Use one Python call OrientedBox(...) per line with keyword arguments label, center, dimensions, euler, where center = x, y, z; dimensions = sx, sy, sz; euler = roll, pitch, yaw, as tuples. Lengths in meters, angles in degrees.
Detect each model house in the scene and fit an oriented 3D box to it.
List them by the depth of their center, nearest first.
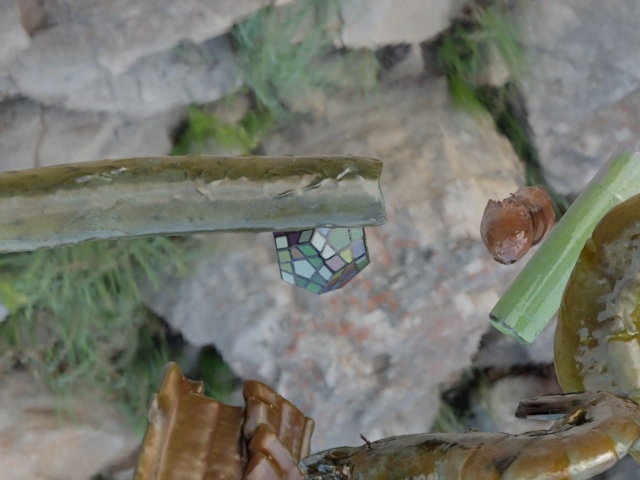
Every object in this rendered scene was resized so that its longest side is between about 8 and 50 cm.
OrientedBox(label="model house", center=(-0.091, 0.275, 1.539), dimensions=(0.229, 0.199, 0.219), euler=(17, 141, -1))

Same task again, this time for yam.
OrientedBox(label="yam", center=(-0.127, -0.037, 1.271), dimensions=(0.372, 0.083, 0.083), euler=(-5, 137, -7))

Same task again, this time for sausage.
OrientedBox(label="sausage", center=(0.237, -0.021, 1.762), dimensions=(0.078, 0.078, 0.304), euler=(-37, 176, 17))

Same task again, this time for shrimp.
OrientedBox(label="shrimp", center=(0.119, 0.159, 1.144), dimensions=(0.296, 0.058, 0.169), euler=(-9, -170, 43))

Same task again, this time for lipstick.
OrientedBox(label="lipstick", center=(0.344, 0.008, 1.985), dimensions=(0.304, 0.076, 0.076), euler=(-52, 135, -1))

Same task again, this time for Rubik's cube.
OrientedBox(label="Rubik's cube", center=(0.000, 0.000, 1.770), dimensions=(0.112, 0.133, 0.133), euler=(-13, 139, 2))

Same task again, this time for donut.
OrientedBox(label="donut", center=(0.439, 0.112, 1.644), dimensions=(0.360, 0.360, 0.170), euler=(-38, 161, 18))
